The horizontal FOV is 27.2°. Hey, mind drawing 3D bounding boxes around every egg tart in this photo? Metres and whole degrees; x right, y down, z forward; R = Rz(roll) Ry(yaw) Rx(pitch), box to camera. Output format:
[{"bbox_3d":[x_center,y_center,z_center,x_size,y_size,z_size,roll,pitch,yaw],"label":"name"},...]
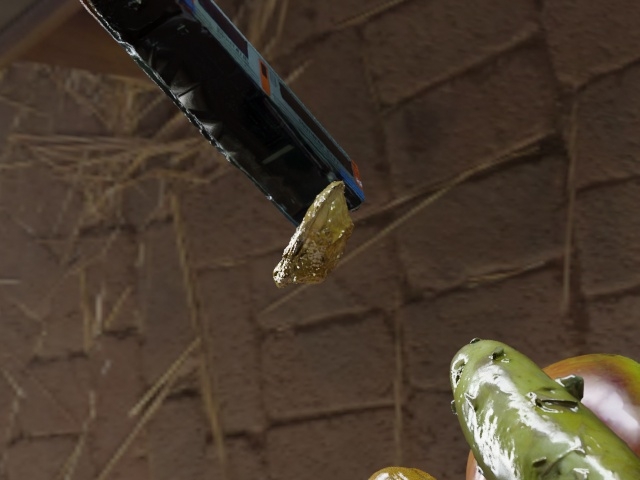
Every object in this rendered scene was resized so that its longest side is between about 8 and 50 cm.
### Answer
[{"bbox_3d":[0.000,0.000,1.334,0.049,0.129,0.129,31,112,7],"label":"egg tart"}]

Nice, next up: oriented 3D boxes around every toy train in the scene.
[{"bbox_3d":[-0.095,-0.159,1.359,0.086,0.409,0.089,-26,43,20],"label":"toy train"}]

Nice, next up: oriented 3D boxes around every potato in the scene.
[{"bbox_3d":[0.154,0.145,0.863,0.090,0.117,0.225,-32,46,-8],"label":"potato"}]

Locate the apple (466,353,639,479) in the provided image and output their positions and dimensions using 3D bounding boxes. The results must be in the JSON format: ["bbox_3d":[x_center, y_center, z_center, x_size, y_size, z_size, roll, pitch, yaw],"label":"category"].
[{"bbox_3d":[0.362,0.319,1.698,0.339,0.339,0.339,-3,86,43],"label":"apple"}]

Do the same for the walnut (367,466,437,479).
[{"bbox_3d":[0.082,0.270,1.294,0.121,0.052,0.091,39,90,32],"label":"walnut"}]
